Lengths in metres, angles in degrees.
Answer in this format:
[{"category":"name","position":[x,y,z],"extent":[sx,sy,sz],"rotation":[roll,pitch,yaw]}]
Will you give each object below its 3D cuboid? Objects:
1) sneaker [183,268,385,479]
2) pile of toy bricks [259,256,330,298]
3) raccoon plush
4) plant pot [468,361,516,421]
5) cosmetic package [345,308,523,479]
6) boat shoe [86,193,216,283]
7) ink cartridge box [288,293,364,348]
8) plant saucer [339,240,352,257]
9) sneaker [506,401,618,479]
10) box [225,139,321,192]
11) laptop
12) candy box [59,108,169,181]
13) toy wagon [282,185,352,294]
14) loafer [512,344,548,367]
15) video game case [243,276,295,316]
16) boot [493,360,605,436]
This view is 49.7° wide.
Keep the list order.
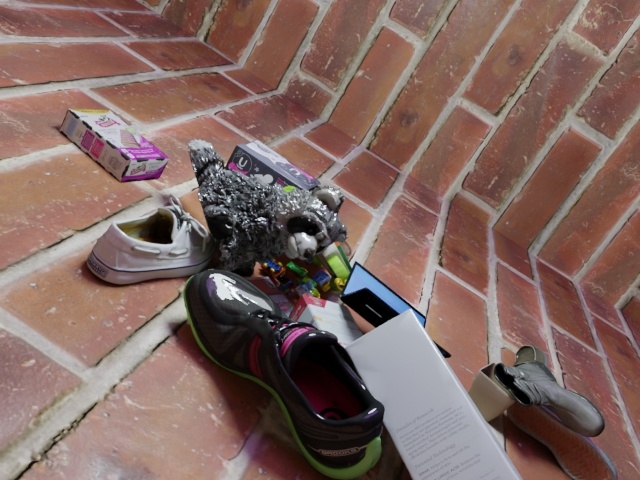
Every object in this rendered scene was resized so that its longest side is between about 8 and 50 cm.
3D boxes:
[{"category":"sneaker","position":[-0.056,0.194,1.235],"extent":[0.483,0.202,0.185],"rotation":[40,46,22]},{"category":"pile of toy bricks","position":[-0.043,0.103,1.666],"extent":[0.212,0.118,0.105],"rotation":[32,-29,44]},{"category":"raccoon plush","position":[-0.125,-0.123,1.582],"extent":[0.216,0.299,0.446],"rotation":[81,-11,-64]},{"category":"plant pot","position":[0.421,0.377,1.691],"extent":[0.109,0.096,0.109],"rotation":[43,23,24]},{"category":"cosmetic package","position":[0.212,0.338,1.235],"extent":[0.385,0.156,0.217],"rotation":[59,2,42]},{"category":"boat shoe","position":[-0.318,-0.019,1.443],"extent":[0.136,0.156,0.367],"rotation":[41,21,19]},{"category":"ink cartridge box","position":[0.021,0.206,1.469],"extent":[0.127,0.072,0.175],"rotation":[20,24,-32]},{"category":"plant saucer","position":[0.000,0.000,2.029],"extent":[0.198,0.036,0.198],"rotation":[28,22,-12]},{"category":"sneaker","position":[0.609,0.482,1.707],"extent":[0.302,0.108,0.121],"rotation":[42,27,29]},{"category":"box","position":[-0.149,-0.175,2.062],"extent":[0.247,0.142,0.163],"rotation":[35,21,6]},{"category":"laptop","position":[0.175,0.147,1.550],"extent":[0.234,0.137,0.264],"rotation":[38,-19,-7]},{"category":"candy box","position":[-0.531,-0.249,1.786],"extent":[0.233,0.071,0.159],"rotation":[37,22,15]},{"category":"toy wagon","position":[0.006,0.017,1.750],"extent":[0.344,0.068,0.267],"rotation":[52,-7,47]},{"category":"loafer","position":[0.592,0.365,1.967],"extent":[0.087,0.094,0.251],"rotation":[34,20,-6]},{"category":"video game case","position":[-0.099,0.179,1.501],"extent":[0.285,0.025,0.204],"rotation":[44,23,28]},{"category":"boot","position":[0.525,0.377,1.617],"extent":[0.161,0.083,0.246],"rotation":[3,29,-41]}]
